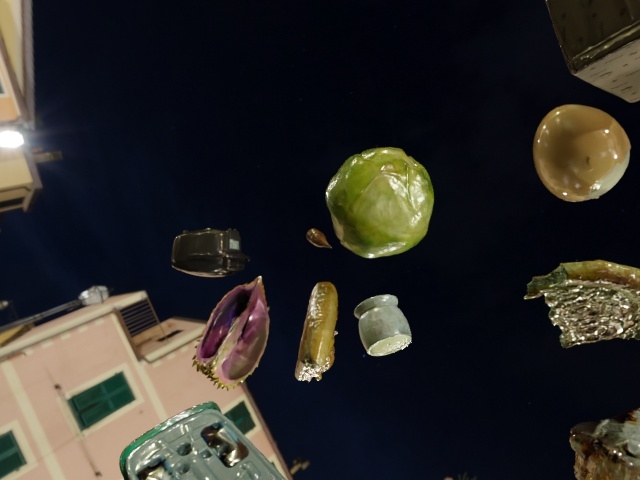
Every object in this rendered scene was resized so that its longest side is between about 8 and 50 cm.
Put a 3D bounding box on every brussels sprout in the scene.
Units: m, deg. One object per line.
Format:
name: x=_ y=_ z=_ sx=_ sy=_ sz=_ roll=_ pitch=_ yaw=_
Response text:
brussels sprout: x=0.115 y=-0.073 z=0.821 sx=0.223 sy=0.161 sz=0.223 roll=-5 pitch=-105 yaw=19

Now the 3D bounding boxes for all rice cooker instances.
rice cooker: x=-0.277 y=0.032 z=1.062 sx=0.203 sy=0.142 sz=0.119 roll=-2 pitch=-95 yaw=23

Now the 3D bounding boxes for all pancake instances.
pancake: x=0.731 y=0.175 z=1.098 sx=0.304 sy=0.067 sz=0.426 roll=-28 pitch=-53 yaw=30

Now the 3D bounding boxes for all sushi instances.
sushi: x=0.721 y=0.471 z=0.811 sx=0.417 sy=0.417 sz=0.176 roll=9 pitch=-85 yaw=42

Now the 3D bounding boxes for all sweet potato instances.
sweet potato: x=0.000 y=0.000 z=1.350 sx=0.117 sy=0.049 sz=0.049 roll=34 pitch=-50 yaw=47

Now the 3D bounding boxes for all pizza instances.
pizza: x=0.002 y=0.195 z=1.023 sx=0.087 sy=0.258 sz=0.268 roll=9 pitch=-25 yaw=0

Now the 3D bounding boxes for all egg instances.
egg: x=0.625 y=-0.216 z=1.037 sx=0.244 sy=0.201 sz=0.201 roll=49 pitch=-40 yaw=-17

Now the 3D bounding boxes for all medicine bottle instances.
medicine bottle: x=0.185 y=0.253 z=1.279 sx=0.147 sy=0.147 sz=0.143 roll=-59 pitch=-143 yaw=42

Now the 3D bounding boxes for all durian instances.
durian: x=-0.215 y=0.253 z=1.100 sx=0.153 sy=0.260 sz=0.186 roll=-15 pitch=-62 yaw=52

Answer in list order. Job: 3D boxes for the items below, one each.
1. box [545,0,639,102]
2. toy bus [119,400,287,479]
box: x=0.625 y=-0.418 z=0.808 sx=0.225 sy=0.297 sz=0.191 roll=-26 pitch=-110 yaw=51
toy bus: x=-0.131 y=0.425 z=0.605 sx=0.343 sy=0.183 sz=0.200 roll=28 pitch=-56 yaw=39
